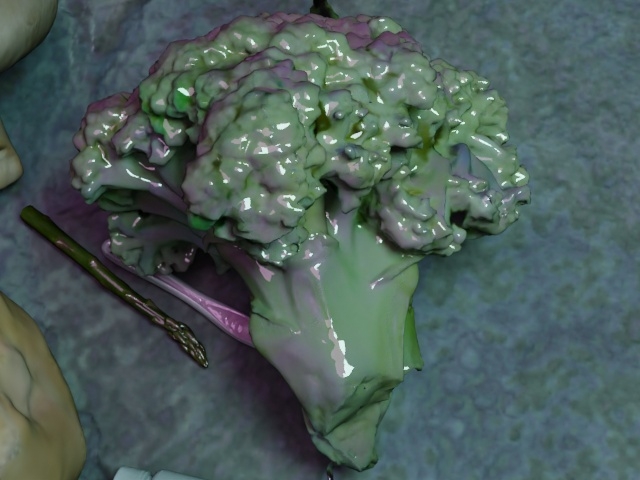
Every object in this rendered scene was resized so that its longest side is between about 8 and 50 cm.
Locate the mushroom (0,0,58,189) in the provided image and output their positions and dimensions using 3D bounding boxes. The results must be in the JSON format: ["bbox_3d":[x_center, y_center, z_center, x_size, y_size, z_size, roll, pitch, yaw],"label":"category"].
[{"bbox_3d":[-0.256,-0.114,0.837,0.204,0.204,0.204,-1,75,5],"label":"mushroom"}]

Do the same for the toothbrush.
[{"bbox_3d":[-0.055,0.050,0.844,0.204,0.022,0.017,30,70,12],"label":"toothbrush"}]

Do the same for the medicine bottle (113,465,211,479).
[{"bbox_3d":[-0.084,0.164,0.803,0.083,0.047,0.047,11,77,9],"label":"medicine bottle"}]

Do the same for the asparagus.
[{"bbox_3d":[-0.131,0.027,0.859,0.163,0.016,0.016,36,68,12],"label":"asparagus"}]

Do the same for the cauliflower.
[{"bbox_3d":[0.000,0.000,0.767,0.256,0.239,0.315,-7,81,-28],"label":"cauliflower"}]

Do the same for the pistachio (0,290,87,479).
[{"bbox_3d":[-0.287,0.099,0.751,0.309,0.230,0.229,3,75,-10],"label":"pistachio"}]
